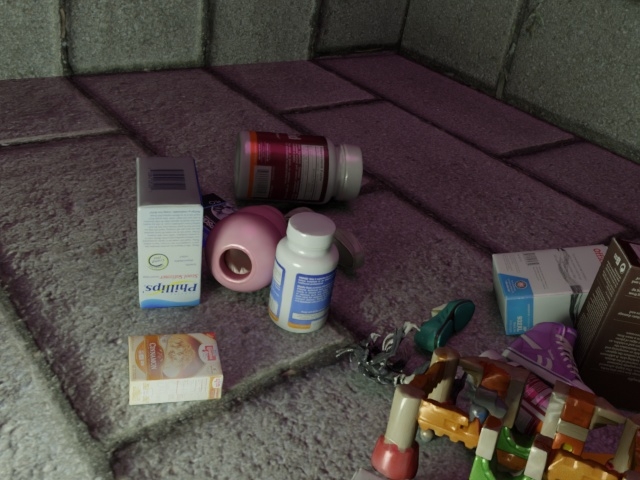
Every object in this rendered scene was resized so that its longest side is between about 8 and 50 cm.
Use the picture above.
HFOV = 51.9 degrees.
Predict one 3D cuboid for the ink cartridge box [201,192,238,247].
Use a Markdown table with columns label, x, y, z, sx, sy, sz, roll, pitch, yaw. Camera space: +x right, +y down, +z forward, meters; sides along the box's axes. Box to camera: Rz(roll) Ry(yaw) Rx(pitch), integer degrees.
| label | x | y | z | sx | sy | sz | roll | pitch | yaw |
| --- | --- | --- | --- | --- | --- | --- | --- | --- | --- |
| ink cartridge box | -0.340 | -0.062 | 1.944 | 0.208 | 0.045 | 0.206 | -22 | 44 | -40 |

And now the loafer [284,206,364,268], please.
| label | x | y | z | sx | sy | sz | roll | pitch | yaw |
| --- | --- | --- | --- | --- | --- | --- | --- | --- | --- |
| loafer | 0.000 | 0.000 | 1.893 | 0.111 | 0.112 | 0.319 | -20 | 34 | -33 |

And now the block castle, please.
| label | x | y | z | sx | sy | sz | roll | pitch | yaw |
| --- | --- | --- | --- | --- | --- | --- | --- | --- | --- |
| block castle | 0.348 | 0.387 | 1.180 | 0.453 | 0.213 | 0.303 | 17 | 17 | 23 |

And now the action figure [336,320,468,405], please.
| label | x | y | z | sx | sy | sz | roll | pitch | yaw |
| --- | --- | --- | --- | --- | --- | --- | --- | --- | --- |
| action figure | 0.180 | 0.265 | 1.456 | 0.275 | 0.164 | 0.141 | 23 | 63 | 8 |

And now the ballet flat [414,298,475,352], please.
| label | x | y | z | sx | sy | sz | roll | pitch | yaw |
| --- | --- | --- | --- | --- | --- | --- | --- | --- | --- |
| ballet flat | 0.310 | 0.204 | 1.672 | 0.087 | 0.083 | 0.247 | 13 | 26 | 32 |

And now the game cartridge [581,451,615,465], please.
| label | x | y | z | sx | sy | sz | roll | pitch | yaw |
| --- | --- | --- | --- | --- | --- | --- | --- | --- | --- |
| game cartridge | 0.642 | 0.525 | 1.232 | 0.323 | 0.053 | 0.285 | 4 | 27 | 5 |

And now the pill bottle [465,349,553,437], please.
| label | x | y | z | sx | sy | sz | roll | pitch | yaw |
| --- | --- | --- | --- | --- | --- | --- | --- | --- | --- |
| pill bottle | 0.432 | 0.342 | 1.434 | 0.121 | 0.121 | 0.221 | -15 | 39 | -35 |

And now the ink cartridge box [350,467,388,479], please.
| label | x | y | z | sx | sy | sz | roll | pitch | yaw |
| --- | --- | --- | --- | --- | --- | --- | --- | --- | --- |
| ink cartridge box | 0.137 | 0.522 | 1.055 | 0.273 | 0.114 | 0.197 | 22 | 33 | 18 |

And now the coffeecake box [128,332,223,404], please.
| label | x | y | z | sx | sy | sz | roll | pitch | yaw |
| --- | --- | --- | --- | --- | --- | --- | --- | --- | --- |
| coffeecake box | -0.308 | 0.267 | 1.387 | 0.185 | 0.068 | 0.142 | 0 | 31 | -18 |

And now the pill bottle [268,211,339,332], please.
| label | x | y | z | sx | sy | sz | roll | pitch | yaw |
| --- | --- | --- | --- | --- | --- | --- | --- | --- | --- |
| pill bottle | -0.037 | 0.075 | 1.586 | 0.152 | 0.272 | 0.152 | 8 | 31 | -5 |

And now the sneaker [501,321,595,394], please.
| label | x | y | z | sx | sy | sz | roll | pitch | yaw |
| --- | --- | --- | --- | --- | --- | --- | --- | --- | --- |
| sneaker | 0.548 | 0.268 | 1.490 | 0.161 | 0.102 | 0.282 | -41 | 28 | -5 |

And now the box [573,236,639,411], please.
| label | x | y | z | sx | sy | sz | roll | pitch | yaw |
| --- | --- | --- | --- | --- | --- | --- | --- | --- | --- |
| box | 0.707 | 0.198 | 1.504 | 0.191 | 0.381 | 0.143 | 11 | 28 | 0 |

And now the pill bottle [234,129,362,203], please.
| label | x | y | z | sx | sy | sz | roll | pitch | yaw |
| --- | --- | --- | --- | --- | --- | --- | --- | --- | --- |
| pill bottle | -0.075 | -0.232 | 2.130 | 0.392 | 0.224 | 0.224 | 3 | 32 | -13 |

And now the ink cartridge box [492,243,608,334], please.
| label | x | y | z | sx | sy | sz | roll | pitch | yaw |
| --- | --- | --- | --- | --- | --- | --- | --- | --- | --- |
| ink cartridge box | 0.634 | 0.129 | 1.765 | 0.307 | 0.129 | 0.223 | -6 | 29 | 8 |

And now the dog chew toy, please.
| label | x | y | z | sx | sy | sz | roll | pitch | yaw |
| --- | --- | --- | --- | --- | --- | --- | --- | --- | --- |
| dog chew toy | -0.176 | 0.001 | 1.753 | 0.206 | 0.207 | 0.332 | 14 | 23 | 7 |

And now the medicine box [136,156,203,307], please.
| label | x | y | z | sx | sy | sz | roll | pitch | yaw |
| --- | --- | --- | --- | --- | --- | --- | --- | --- | --- |
| medicine box | -0.378 | -0.024 | 1.630 | 0.149 | 0.289 | 0.263 | -2 | 33 | -15 |
